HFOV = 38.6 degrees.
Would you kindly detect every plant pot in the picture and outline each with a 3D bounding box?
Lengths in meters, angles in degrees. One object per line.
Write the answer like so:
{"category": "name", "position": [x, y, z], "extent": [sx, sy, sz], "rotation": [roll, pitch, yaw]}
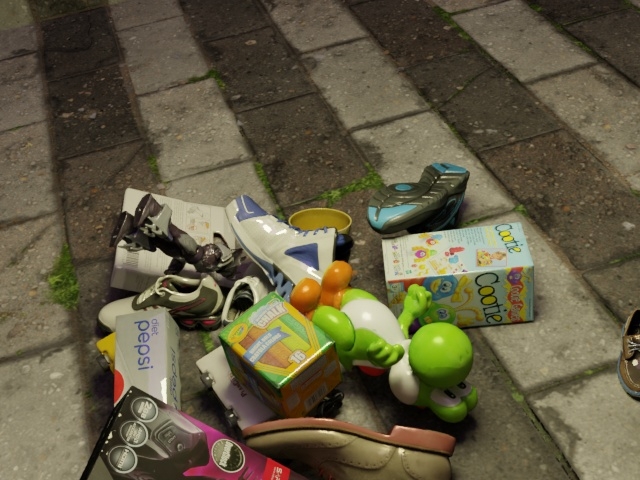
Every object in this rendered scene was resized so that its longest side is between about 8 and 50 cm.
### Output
{"category": "plant pot", "position": [0.000, 0.000, 1.959], "extent": [0.134, 0.095, 0.134], "rotation": [-1, 25, 0]}

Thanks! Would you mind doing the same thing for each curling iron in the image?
{"category": "curling iron", "position": [-0.050, 0.346, 1.569], "extent": [0.035, 0.068, 0.274], "rotation": [20, 49, 35]}

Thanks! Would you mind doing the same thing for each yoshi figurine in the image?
{"category": "yoshi figurine", "position": [0.128, 0.159, 1.585], "extent": [0.362, 0.203, 0.204], "rotation": [35, 84, 22]}

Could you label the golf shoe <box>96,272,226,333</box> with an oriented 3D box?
{"category": "golf shoe", "position": [-0.331, 0.122, 1.868], "extent": [0.272, 0.120, 0.105], "rotation": [-8, 39, 4]}

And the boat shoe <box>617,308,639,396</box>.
{"category": "boat shoe", "position": [0.561, 0.196, 1.625], "extent": [0.066, 0.066, 0.183], "rotation": [-1, 39, 12]}

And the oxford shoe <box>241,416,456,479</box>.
{"category": "oxford shoe", "position": [0.039, 0.358, 1.466], "extent": [0.348, 0.123, 0.130], "rotation": [4, 73, 8]}

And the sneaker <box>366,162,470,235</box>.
{"category": "sneaker", "position": [0.213, -0.057, 1.901], "extent": [0.125, 0.140, 0.340], "rotation": [18, 27, 33]}

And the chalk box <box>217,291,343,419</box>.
{"category": "chalk box", "position": [-0.083, 0.191, 1.587], "extent": [0.132, 0.132, 0.213], "rotation": [-39, 54, -22]}

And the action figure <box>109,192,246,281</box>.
{"category": "action figure", "position": [-0.274, 0.020, 1.841], "extent": [0.185, 0.285, 0.099], "rotation": [-23, 48, 40]}

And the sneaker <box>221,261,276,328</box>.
{"category": "sneaker", "position": [-0.138, 0.112, 1.858], "extent": [0.094, 0.091, 0.258], "rotation": [-2, 37, 9]}

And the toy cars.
{"category": "toy cars", "position": [-0.243, 0.268, 1.694], "extent": [0.393, 0.087, 0.177], "rotation": [8, 53, 15]}

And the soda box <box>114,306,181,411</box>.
{"category": "soda box", "position": [-0.300, 0.266, 1.589], "extent": [0.098, 0.091, 0.286], "rotation": [-10, 57, 5]}

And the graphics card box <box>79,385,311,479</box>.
{"category": "graphics card box", "position": [-0.171, 0.399, 1.337], "extent": [0.370, 0.094, 0.233], "rotation": [30, 40, -10]}

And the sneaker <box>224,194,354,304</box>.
{"category": "sneaker", "position": [-0.036, 0.015, 1.836], "extent": [0.182, 0.127, 0.315], "rotation": [-40, 67, 6]}

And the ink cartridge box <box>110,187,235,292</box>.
{"category": "ink cartridge box", "position": [-0.325, 0.012, 2.049], "extent": [0.261, 0.066, 0.296], "rotation": [12, 36, -14]}

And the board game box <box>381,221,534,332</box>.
{"category": "board game box", "position": [0.265, 0.074, 1.781], "extent": [0.275, 0.142, 0.144], "rotation": [-6, 36, 5]}
